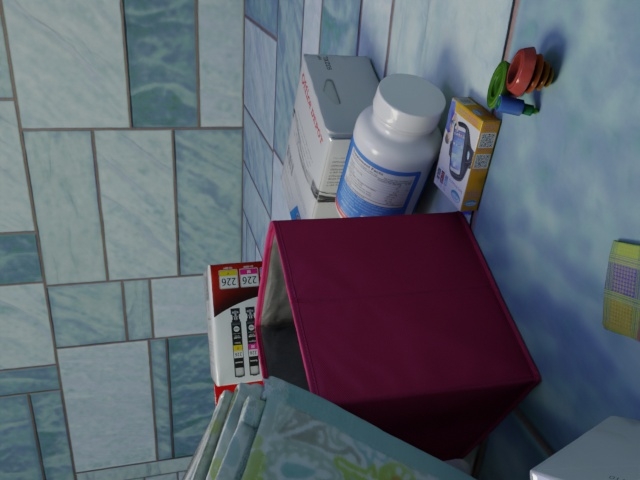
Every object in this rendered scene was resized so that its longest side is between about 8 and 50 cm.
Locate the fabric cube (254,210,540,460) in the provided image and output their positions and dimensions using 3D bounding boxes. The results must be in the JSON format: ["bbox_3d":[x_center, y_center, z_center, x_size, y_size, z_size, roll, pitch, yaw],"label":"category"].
[{"bbox_3d":[0.068,0.136,0.767,0.254,0.258,0.259,103,157,-49],"label":"fabric cube"}]

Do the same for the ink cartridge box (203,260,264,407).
[{"bbox_3d":[-0.041,0.170,1.068,0.130,0.309,0.272,155,110,-73],"label":"ink cartridge box"}]

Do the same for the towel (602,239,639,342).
[{"bbox_3d":[0.263,0.044,0.501,0.060,0.009,0.083,-149,58,-72],"label":"towel"}]

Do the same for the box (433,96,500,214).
[{"bbox_3d":[0.178,-0.101,0.744,0.081,0.028,0.136,-116,29,-54],"label":"box"}]

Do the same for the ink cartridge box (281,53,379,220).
[{"bbox_3d":[0.024,-0.150,1.100,0.307,0.129,0.223,105,156,-50],"label":"ink cartridge box"}]

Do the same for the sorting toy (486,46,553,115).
[{"bbox_3d":[0.208,-0.159,0.616,0.102,0.042,0.061,-177,99,-86],"label":"sorting toy"}]

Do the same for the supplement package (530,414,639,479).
[{"bbox_3d":[0.226,0.258,0.370,0.139,0.133,0.244,1,95,47],"label":"supplement package"}]

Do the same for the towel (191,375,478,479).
[{"bbox_3d":[0.045,0.308,0.463,0.090,0.374,0.321,-55,10,36],"label":"towel"}]

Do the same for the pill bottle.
[{"bbox_3d":[0.100,-0.118,0.845,0.221,0.124,0.124,106,155,-48],"label":"pill bottle"}]

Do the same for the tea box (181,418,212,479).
[{"bbox_3d":[-0.047,0.412,0.566,0.220,0.323,0.329,-63,2,34],"label":"tea box"}]
